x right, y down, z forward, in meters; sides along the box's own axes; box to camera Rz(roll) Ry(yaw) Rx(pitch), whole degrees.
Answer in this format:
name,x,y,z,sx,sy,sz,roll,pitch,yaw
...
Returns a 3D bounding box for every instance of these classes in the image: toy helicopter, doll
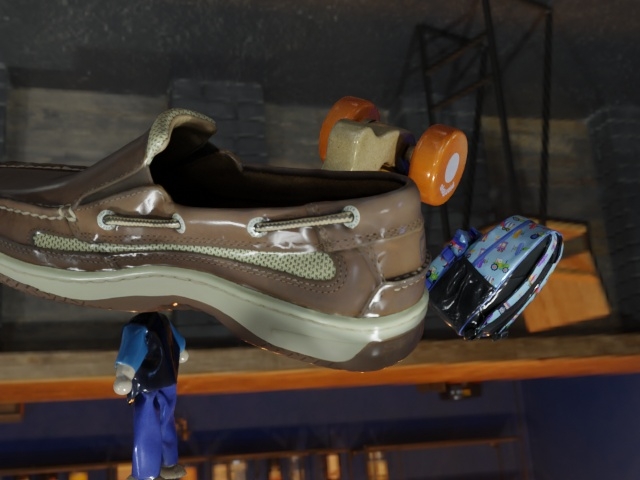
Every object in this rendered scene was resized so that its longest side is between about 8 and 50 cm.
name,x,y,z,sx,sy,sz,roll,pitch,yaw
toy helicopter,0.000,0.000,0.819,0.140,0.235,0.355,22,-156,26
doll,-0.152,0.122,0.746,0.046,0.189,0.129,-3,179,15

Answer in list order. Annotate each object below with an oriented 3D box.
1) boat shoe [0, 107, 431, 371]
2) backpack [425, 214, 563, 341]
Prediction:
name,x,y,z,sx,sy,sz,roll,pitch,yaw
boat shoe,-0.069,-0.020,0.407,0.257,0.095,0.095,11,-154,16
backpack,0.226,0.036,1.089,0.173,0.117,0.158,-52,154,13
